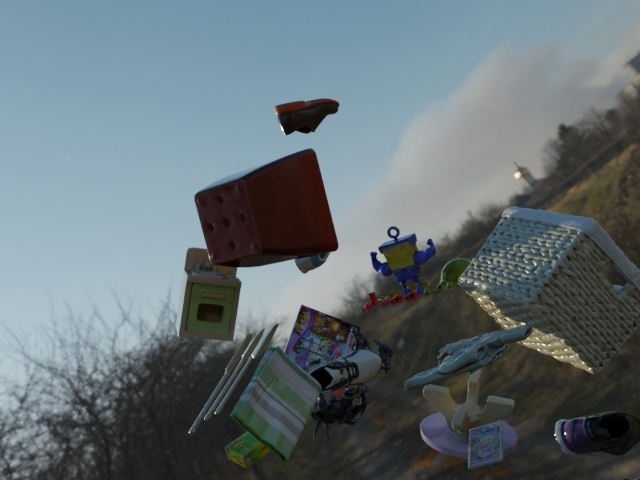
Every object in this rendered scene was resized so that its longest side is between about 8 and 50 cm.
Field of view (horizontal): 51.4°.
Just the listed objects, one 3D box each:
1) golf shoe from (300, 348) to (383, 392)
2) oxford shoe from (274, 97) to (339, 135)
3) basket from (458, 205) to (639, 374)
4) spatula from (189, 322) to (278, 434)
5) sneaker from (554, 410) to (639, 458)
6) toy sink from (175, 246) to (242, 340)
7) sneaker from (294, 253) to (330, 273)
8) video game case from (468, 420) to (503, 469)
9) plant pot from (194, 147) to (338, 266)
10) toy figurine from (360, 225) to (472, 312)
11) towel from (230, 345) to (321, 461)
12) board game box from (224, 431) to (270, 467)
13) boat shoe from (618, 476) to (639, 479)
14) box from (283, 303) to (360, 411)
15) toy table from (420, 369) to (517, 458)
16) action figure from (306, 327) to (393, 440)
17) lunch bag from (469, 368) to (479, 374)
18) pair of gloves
[{"bbox_3d":[0.044,0.282,1.388,0.198,0.077,0.094,-16,0,-9],"label":"golf shoe"},{"bbox_3d":[-0.035,-0.369,1.988,0.097,0.098,0.271,-2,12,41],"label":"oxford shoe"},{"bbox_3d":[0.594,0.121,1.682,0.266,0.328,0.331,-51,22,-9],"label":"basket"},{"bbox_3d":[-0.170,0.272,1.323,0.242,0.019,0.168,-59,-11,10],"label":"spatula"},{"bbox_3d":[0.679,0.441,1.523,0.283,0.107,0.124,3,-27,-34],"label":"sneaker"},{"bbox_3d":[-0.306,0.147,1.842,0.152,0.234,0.131,9,3,-16],"label":"toy sink"},{"bbox_3d":[0.000,0.000,1.966,0.092,0.087,0.229,-23,34,34],"label":"sneaker"},{"bbox_3d":[0.403,0.498,1.621,0.087,0.011,0.122,-26,21,27],"label":"video game case"},{"bbox_3d":[-0.152,-0.061,1.650,0.267,0.267,0.235,-13,2,37],"label":"plant pot"},{"bbox_3d":[0.257,0.056,1.934,0.362,0.217,0.191,-19,-2,29],"label":"toy figurine"},{"bbox_3d":[-0.061,0.243,1.008,0.023,0.113,0.152,-42,11,37],"label":"towel"},{"bbox_3d":[-0.186,0.604,1.999,0.181,0.043,0.092,-26,22,-39],"label":"board game box"},{"bbox_3d":[0.808,0.656,1.759,0.152,0.049,0.056,-41,-33,7],"label":"boat shoe"},{"bbox_3d":[-0.012,0.355,1.984,0.057,0.201,0.293,115,176,-54],"label":"box"},{"bbox_3d":[0.416,0.501,1.887,0.274,0.161,0.252,-1,24,15],"label":"toy table"},{"bbox_3d":[0.056,0.343,1.589,0.164,0.141,0.276,22,-69,-31],"label":"action figure"},{"bbox_3d":[0.361,0.268,1.530,0.071,0.053,0.083,-33,-27,-4],"label":"lunch bag"},{"bbox_3d":[0.286,0.218,1.291,0.204,0.042,0.240,-28,-7,37],"label":"pair of gloves"}]
